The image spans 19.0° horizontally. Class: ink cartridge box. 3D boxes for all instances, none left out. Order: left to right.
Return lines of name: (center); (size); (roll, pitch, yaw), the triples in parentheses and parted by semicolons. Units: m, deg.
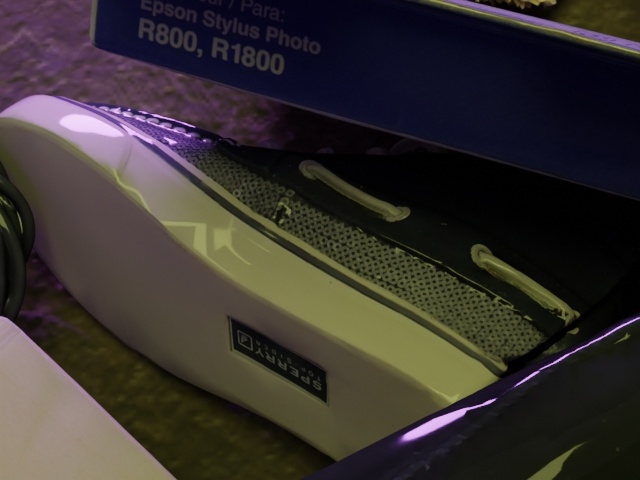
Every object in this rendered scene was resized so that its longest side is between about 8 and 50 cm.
ink cartridge box: (0.075, -0.072, 0.860); (0.324, 0.330, 0.071); (17, 100, 18)

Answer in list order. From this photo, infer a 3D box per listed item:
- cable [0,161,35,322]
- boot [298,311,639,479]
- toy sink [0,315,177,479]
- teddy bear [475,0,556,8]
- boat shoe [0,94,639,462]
cable: (-0.221, 0.022, 0.978); (0.151, 0.047, 0.184); (18, 89, 34)
boot: (0.108, 0.195, 0.685); (0.445, 0.367, 0.146); (-35, 27, -11)
toy sink: (-0.090, 0.169, 0.829); (0.131, 0.152, 0.234); (-42, 61, -15)
teddy bear: (0.099, -0.278, 1.101); (0.245, 0.113, 0.338); (-37, 69, -6)
boat shoe: (0.000, 0.000, 0.949); (0.340, 0.127, 0.158); (33, 52, 26)
